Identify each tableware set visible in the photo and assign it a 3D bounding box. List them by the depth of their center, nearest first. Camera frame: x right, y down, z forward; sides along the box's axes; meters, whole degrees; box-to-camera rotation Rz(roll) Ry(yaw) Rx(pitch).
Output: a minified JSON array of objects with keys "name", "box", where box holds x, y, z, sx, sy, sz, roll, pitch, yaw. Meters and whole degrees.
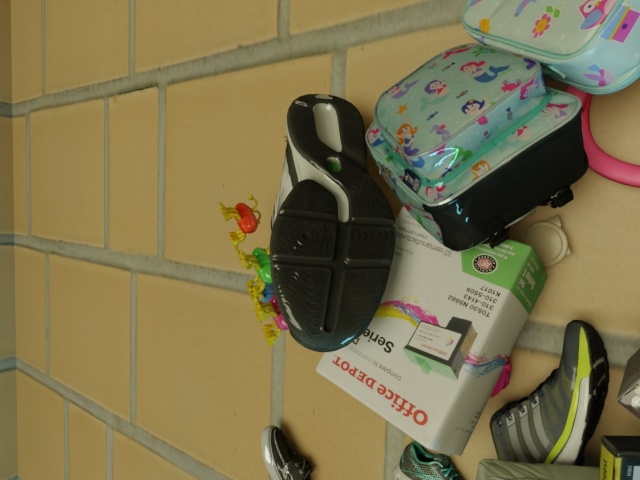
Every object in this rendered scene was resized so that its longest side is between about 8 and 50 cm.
[{"name":"tableware set","box":[0.275,0.004,0.704,0.169,0.020,0.141,-47,60,33]}]

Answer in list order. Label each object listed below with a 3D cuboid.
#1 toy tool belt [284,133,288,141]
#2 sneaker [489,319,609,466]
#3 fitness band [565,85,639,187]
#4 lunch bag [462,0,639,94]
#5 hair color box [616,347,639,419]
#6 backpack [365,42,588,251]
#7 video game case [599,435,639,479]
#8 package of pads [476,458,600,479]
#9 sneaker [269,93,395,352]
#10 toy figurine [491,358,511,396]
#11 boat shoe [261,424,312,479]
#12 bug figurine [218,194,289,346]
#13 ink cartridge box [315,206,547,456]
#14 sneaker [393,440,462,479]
[{"name":"toy tool belt","box":[-0.045,-0.202,0.929,0.051,0.052,0.083,170,98,-69]},{"name":"sneaker","box":[0.302,0.247,0.646,0.121,0.111,0.300,20,102,39]},{"name":"fitness band","box":[0.423,-0.207,0.561,0.209,0.054,0.291,26,109,34]},{"name":"lunch bag","box":[0.301,-0.303,0.556,0.224,0.107,0.279,-63,25,24]},{"name":"hair color box","box":[0.394,0.143,0.528,0.053,0.167,0.093,43,117,28]},{"name":"backpack","box":[0.181,-0.137,0.625,0.225,0.191,0.253,-35,32,4]},{"name":"video game case","box":[0.415,0.315,0.462,0.274,0.035,0.248,-1,98,3]},{"name":"package of pads","box":[0.325,0.390,0.549,0.296,0.101,0.229,3,101,4]},{"name":"sneaker","box":[0.001,0.000,0.764,0.258,0.169,0.448,104,169,-53]},{"name":"toy figurine","box":[0.212,0.203,0.728,0.159,0.130,0.173,-44,42,16]},{"name":"boat shoe","box":[-0.047,0.479,0.945,0.076,0.080,0.229,-28,72,17]},{"name":"bug figurine","box":[-0.109,0.062,0.883,0.216,0.072,0.279,-124,19,-52]},{"name":"ink cartridge box","box":[0.152,0.118,0.658,0.201,0.117,0.278,23,81,41]},{"name":"sneaker","box":[0.197,0.387,0.760,0.166,0.065,0.076,17,98,34]}]
